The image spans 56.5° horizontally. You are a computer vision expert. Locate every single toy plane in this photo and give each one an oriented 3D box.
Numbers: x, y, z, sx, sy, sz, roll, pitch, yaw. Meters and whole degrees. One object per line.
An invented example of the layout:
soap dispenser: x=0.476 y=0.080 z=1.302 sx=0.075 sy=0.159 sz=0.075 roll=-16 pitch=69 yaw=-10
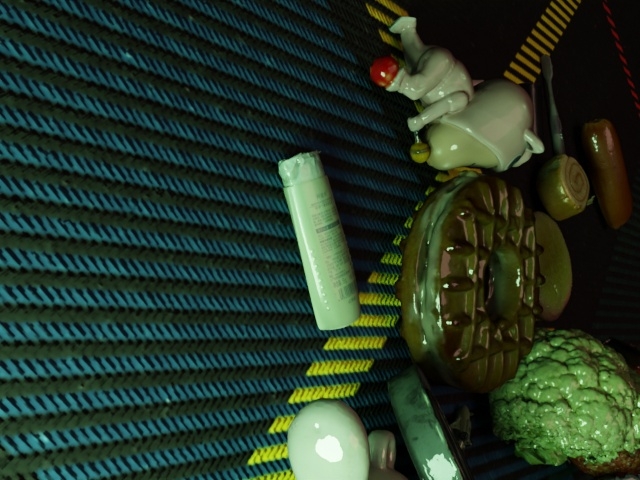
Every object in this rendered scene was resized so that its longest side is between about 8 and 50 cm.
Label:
toy plane: x=0.216 y=0.290 z=0.909 sx=0.080 sy=0.033 sz=0.083 roll=56 pitch=47 yaw=-40

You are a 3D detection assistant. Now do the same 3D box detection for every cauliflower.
cauliflower: x=0.406 y=0.288 z=0.999 sx=0.272 sy=0.275 sz=0.250 roll=-59 pitch=165 yaw=-61

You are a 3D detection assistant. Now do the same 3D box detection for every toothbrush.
toothbrush: x=0.533 y=-0.242 z=1.339 sx=0.029 sy=0.024 sz=0.354 roll=-6 pitch=87 yaw=-55

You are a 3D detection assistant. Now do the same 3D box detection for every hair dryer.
hair dryer: x=0.327 y=-0.238 z=1.103 sx=0.255 sy=0.070 sz=0.129 roll=3 pitch=82 yaw=-39

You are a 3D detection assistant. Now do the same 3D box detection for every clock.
clock: x=0.149 y=0.266 z=0.743 sx=0.226 sy=0.049 sz=0.226 roll=61 pitch=7 yaw=-13

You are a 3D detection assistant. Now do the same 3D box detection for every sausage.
sausage: x=0.715 y=-0.163 z=1.476 sx=0.300 sy=0.083 sz=0.089 roll=63 pitch=34 yaw=-20

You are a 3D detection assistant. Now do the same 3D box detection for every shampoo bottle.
shampoo bottle: x=0.000 y=0.000 z=0.716 sx=0.072 sy=0.049 sz=0.213 roll=-22 pitch=100 yaw=-43

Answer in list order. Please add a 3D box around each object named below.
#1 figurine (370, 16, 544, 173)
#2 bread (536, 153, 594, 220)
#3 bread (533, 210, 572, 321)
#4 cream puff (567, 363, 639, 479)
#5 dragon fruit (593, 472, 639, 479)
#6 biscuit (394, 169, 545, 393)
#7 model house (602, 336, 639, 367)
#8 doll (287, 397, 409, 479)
figurine: x=0.194 y=-0.200 z=0.907 sx=0.287 sy=0.176 sz=0.186 roll=38 pitch=99 yaw=-18
bread: x=0.510 y=-0.117 z=1.246 sx=0.122 sy=0.073 sz=0.149 roll=50 pitch=45 yaw=-15
bread: x=0.459 y=0.051 z=1.207 sx=0.228 sy=0.033 sz=0.229 roll=9 pitch=77 yaw=-46
cream puff: x=0.586 y=0.362 z=1.175 sx=0.239 sy=0.164 sz=0.240 roll=-1 pitch=92 yaw=-26
dragon fruit: x=0.522 y=0.566 z=1.085 sx=0.221 sy=0.204 sz=0.283 roll=47 pitch=57 yaw=7
biscuit: x=0.235 y=0.065 z=0.895 sx=0.332 sy=0.103 sz=0.332 roll=-1 pitch=91 yaw=-47
model house: x=0.721 y=0.300 z=1.374 sx=0.181 sy=0.176 sz=0.248 roll=64 pitch=29 yaw=-17
doll: x=0.035 y=0.375 z=0.592 sx=0.376 sy=0.187 sz=0.366 roll=38 pitch=59 yaw=-37
